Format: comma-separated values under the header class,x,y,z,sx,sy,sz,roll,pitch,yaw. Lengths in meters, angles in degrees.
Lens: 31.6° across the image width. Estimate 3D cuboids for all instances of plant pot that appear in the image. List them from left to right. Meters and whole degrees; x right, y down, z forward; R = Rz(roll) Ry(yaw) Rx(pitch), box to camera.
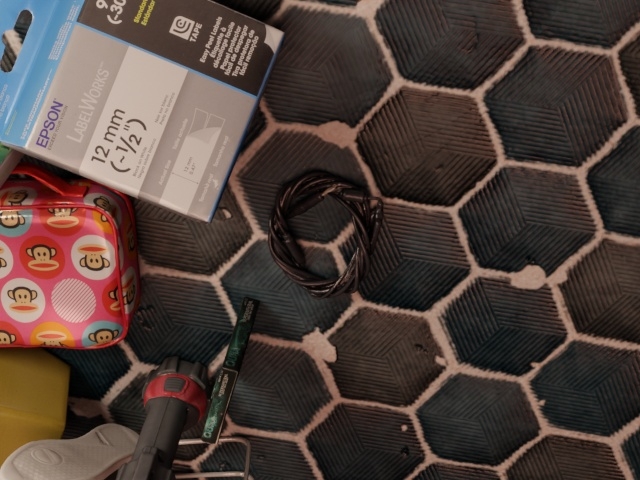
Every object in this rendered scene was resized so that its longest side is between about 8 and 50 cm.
class,x,y,z,sx,sy,sz,roll,pitch,yaw
plant pot,-0.471,0.257,1.629,0.187,0.212,0.212,15,118,-17

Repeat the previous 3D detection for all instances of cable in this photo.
class,x,y,z,sx,sy,sz,roll,pitch,yaw
cable,0.000,0.000,1.536,0.150,0.047,0.184,14,118,-3

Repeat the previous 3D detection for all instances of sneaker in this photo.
class,x,y,z,sx,sy,sz,roll,pitch,yaw
sneaker,-0.352,0.350,1.552,0.104,0.295,0.147,29,100,18

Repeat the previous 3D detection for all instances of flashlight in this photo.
class,x,y,z,sx,sy,sz,roll,pitch,yaw
flashlight,-0.219,0.281,1.555,0.103,0.304,0.103,-36,110,22

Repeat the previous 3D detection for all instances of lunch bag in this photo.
class,x,y,z,sx,sy,sz,roll,pitch,yaw
lunch bag,-0.398,0.015,1.535,0.293,0.120,0.258,2,117,4

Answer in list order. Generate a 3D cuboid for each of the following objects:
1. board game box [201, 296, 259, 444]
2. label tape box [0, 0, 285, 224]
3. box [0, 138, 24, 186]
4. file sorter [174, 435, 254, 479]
class,x,y,z,sx,sy,sz,roll,pitch,yaw
board game box,-0.123,0.177,1.559,0.026,0.186,0.126,17,117,-2
label tape box,-0.249,-0.196,1.364,0.347,0.115,0.249,22,88,-8
box,-0.536,-0.147,1.399,0.322,0.232,0.058,21,120,-7
file sorter,-0.182,0.460,1.711,0.173,0.193,0.278,-3,117,3
